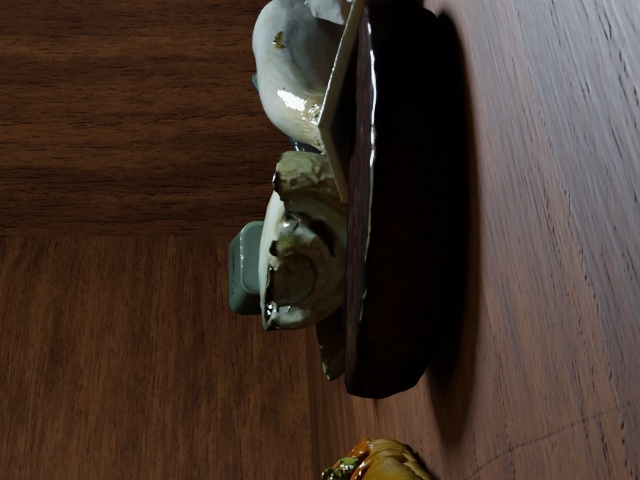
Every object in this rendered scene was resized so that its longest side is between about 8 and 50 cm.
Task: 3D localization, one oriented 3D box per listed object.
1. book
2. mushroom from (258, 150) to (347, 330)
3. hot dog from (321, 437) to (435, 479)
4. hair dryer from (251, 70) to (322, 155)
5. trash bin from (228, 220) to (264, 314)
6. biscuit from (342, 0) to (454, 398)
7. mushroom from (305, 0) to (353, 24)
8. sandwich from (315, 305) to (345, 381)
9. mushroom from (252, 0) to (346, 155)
[{"bbox_3d":[0.046,-0.179,1.659,0.295,0.020,0.208,68,-143,-74],"label":"book"},{"bbox_3d":[-0.001,0.001,2.011,0.189,0.164,0.267,-103,18,-74],"label":"mushroom"},{"bbox_3d":[0.058,0.296,1.476,0.349,0.117,0.158,-145,56,-86],"label":"hot dog"},{"bbox_3d":[-0.031,-0.148,2.314,0.302,0.116,0.244,58,158,32],"label":"hair dryer"},{"bbox_3d":[-0.059,0.045,2.633,0.343,0.223,0.158,118,151,-80],"label":"trash bin"},{"bbox_3d":[0.076,-0.043,1.413,0.407,0.091,0.407,-178,90,-89],"label":"biscuit"},{"bbox_3d":[0.034,-0.382,2.069,0.278,0.099,0.096,141,123,-82],"label":"mushroom"},{"bbox_3d":[0.033,0.093,2.124,0.094,0.096,0.258,83,-178,-55],"label":"sandwich"},{"bbox_3d":[-0.014,-0.245,2.145,0.397,0.177,0.126,-95,5,-52],"label":"mushroom"}]
